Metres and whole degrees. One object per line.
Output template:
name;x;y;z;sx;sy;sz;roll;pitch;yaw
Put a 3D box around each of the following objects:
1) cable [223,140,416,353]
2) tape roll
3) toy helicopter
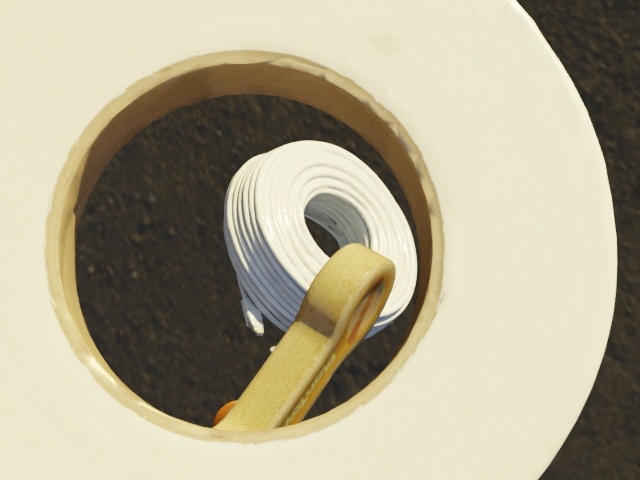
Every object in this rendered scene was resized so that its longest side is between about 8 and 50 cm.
cable;0.000;0.000;1.755;0.257;0.257;0.089;-7;158;-45
tape roll;-0.038;0.005;0.794;0.392;0.072;0.391;0;80;-2
toy helicopter;-0.053;0.160;1.031;0.355;0.140;0.235;-55;158;-11
